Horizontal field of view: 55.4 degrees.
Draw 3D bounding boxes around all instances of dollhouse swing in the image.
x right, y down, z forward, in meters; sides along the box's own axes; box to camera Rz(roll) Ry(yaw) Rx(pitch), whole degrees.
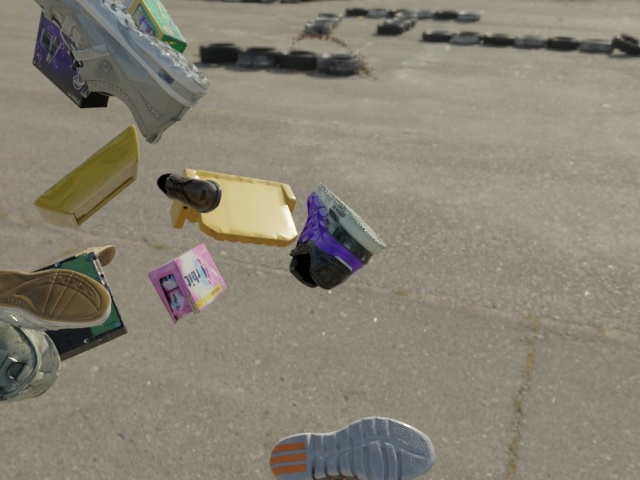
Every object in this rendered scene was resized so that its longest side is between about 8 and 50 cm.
[{"bbox_3d":[-0.271,-0.038,1.926,0.346,0.315,0.305,7,52,-24],"label":"dollhouse swing"}]

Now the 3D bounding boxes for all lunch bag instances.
[{"bbox_3d":[-0.663,0.221,1.215,0.256,0.213,0.305,28,-18,-5],"label":"lunch bag"}]

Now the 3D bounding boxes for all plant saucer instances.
[{"bbox_3d":[-0.635,-0.157,1.733,0.333,0.081,0.333,-45,7,-18],"label":"plant saucer"}]

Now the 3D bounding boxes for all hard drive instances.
[{"bbox_3d":[-0.678,0.190,1.495,0.338,0.064,0.237,-24,71,-17],"label":"hard drive"}]

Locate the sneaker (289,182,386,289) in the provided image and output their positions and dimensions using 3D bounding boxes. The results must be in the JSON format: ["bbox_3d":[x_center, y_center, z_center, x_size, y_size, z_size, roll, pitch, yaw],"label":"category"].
[{"bbox_3d":[-0.001,0.000,1.016,0.102,0.146,0.293,40,5,-17],"label":"sneaker"}]

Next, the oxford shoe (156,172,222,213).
[{"bbox_3d":[-0.321,-0.116,1.465,0.227,0.083,0.096,13,0,44],"label":"oxford shoe"}]

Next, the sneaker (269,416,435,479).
[{"bbox_3d":[0.068,0.443,1.224,0.321,0.180,0.125,-4,57,9],"label":"sneaker"}]

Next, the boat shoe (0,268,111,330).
[{"bbox_3d":[-0.475,0.111,1.055,0.277,0.096,0.098,7,51,16],"label":"boat shoe"}]

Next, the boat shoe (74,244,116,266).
[{"bbox_3d":[-0.629,0.044,1.677,0.059,0.063,0.170,18,17,10],"label":"boat shoe"}]

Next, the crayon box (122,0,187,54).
[{"bbox_3d":[-0.492,-0.573,1.722,0.081,0.165,0.278,8,39,-47],"label":"crayon box"}]

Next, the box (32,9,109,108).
[{"bbox_3d":[-0.728,-0.539,1.808,0.261,0.184,0.103,40,35,21],"label":"box"}]

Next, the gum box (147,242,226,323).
[{"bbox_3d":[-0.256,0.080,1.186,0.062,0.107,0.188,-25,6,11],"label":"gum box"}]

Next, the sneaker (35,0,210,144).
[{"bbox_3d":[-0.271,-0.230,0.727,0.281,0.115,0.105,41,12,9],"label":"sneaker"}]
